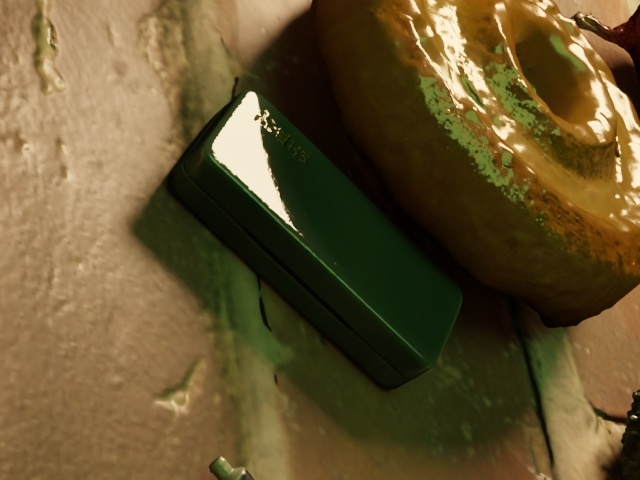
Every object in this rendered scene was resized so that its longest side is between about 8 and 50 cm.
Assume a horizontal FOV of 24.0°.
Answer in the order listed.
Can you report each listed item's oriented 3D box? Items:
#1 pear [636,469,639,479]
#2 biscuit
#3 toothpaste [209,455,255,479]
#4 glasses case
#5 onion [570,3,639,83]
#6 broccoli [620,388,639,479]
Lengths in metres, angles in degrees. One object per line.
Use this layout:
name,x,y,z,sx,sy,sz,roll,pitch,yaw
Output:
pear,0.318,0.202,0.865,0.399,0.398,0.165,35,2,-21
biscuit,0.119,-0.088,0.986,0.296,0.102,0.296,35,33,-27
toothpaste,-0.027,0.143,0.761,0.083,0.019,0.027,51,22,-8
glasses case,0.000,0.000,0.874,0.184,0.039,0.077,43,41,-11
onion,0.270,-0.163,1.217,0.140,0.150,0.150,1,52,3
broccoli,0.264,0.174,0.973,0.122,0.118,0.204,-54,123,-80
